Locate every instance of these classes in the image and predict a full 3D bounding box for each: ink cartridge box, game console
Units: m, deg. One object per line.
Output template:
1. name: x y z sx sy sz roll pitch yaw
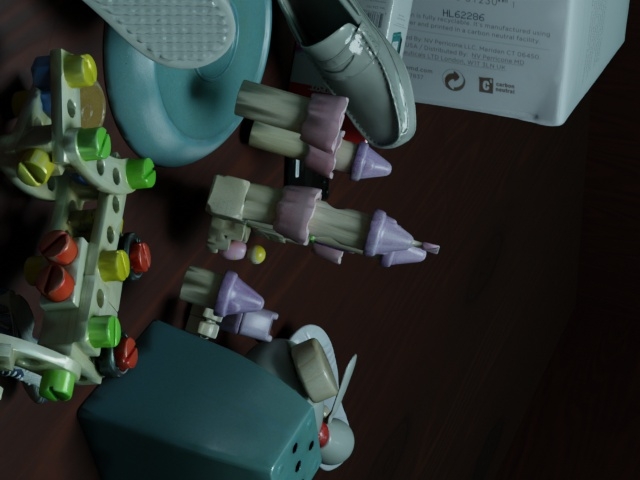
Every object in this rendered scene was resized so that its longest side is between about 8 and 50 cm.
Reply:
1. ink cartridge box: 0.038 -0.252 1.500 0.078 0.134 0.231 -11 113 -65
2. game console: -0.019 -0.125 1.595 0.107 0.071 0.122 -13 118 -30

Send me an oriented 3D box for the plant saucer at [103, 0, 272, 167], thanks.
1. plant saucer: -0.135 -0.236 1.243 0.317 0.044 0.317 -44 142 -51

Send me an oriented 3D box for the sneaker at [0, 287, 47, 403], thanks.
1. sneaker: -0.305 0.113 1.059 0.058 0.052 0.135 -47 134 -40

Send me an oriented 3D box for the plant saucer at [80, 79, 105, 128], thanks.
1. plant saucer: -0.242 -0.131 1.096 0.083 0.015 0.083 -42 140 -51

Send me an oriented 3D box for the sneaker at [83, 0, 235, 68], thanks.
1. sneaker: -0.212 -0.311 0.978 0.366 0.135 0.150 52 13 -48

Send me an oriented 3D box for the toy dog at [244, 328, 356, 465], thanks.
1. toy dog: -0.045 0.207 1.527 0.333 0.220 0.161 97 -19 -58

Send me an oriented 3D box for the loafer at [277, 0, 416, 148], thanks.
1. loafer: 0.019 -0.253 1.374 0.319 0.112 0.111 60 38 -11

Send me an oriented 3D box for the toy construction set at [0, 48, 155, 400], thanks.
1. toy construction set: -0.245 0.014 0.968 0.215 0.151 0.327 65 39 -57

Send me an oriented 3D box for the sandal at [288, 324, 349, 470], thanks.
1. sandal: -0.023 0.248 1.707 0.102 0.076 0.265 -29 121 -29

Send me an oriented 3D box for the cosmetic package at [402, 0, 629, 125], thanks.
1. cosmetic package: 0.304 -0.427 1.747 0.393 0.329 0.327 -45 141 -48

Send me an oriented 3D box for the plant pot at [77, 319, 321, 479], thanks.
1. plant pot: -0.127 0.231 1.277 0.165 0.234 0.165 -54 148 -42

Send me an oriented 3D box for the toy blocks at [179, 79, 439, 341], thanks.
1. toy blocks: 0.000 0.000 1.304 0.288 0.260 0.309 90 16 -86
